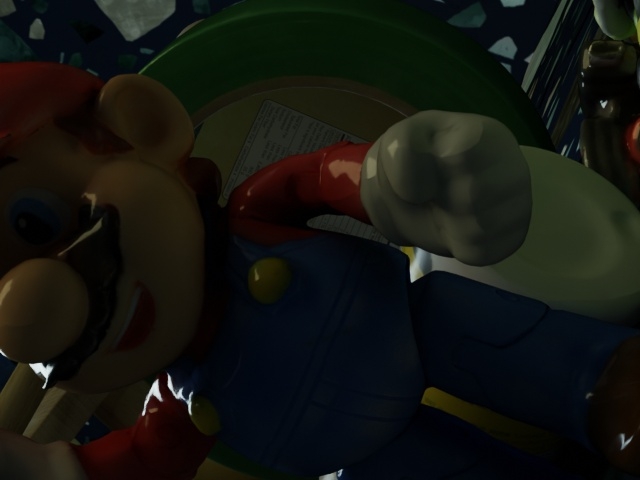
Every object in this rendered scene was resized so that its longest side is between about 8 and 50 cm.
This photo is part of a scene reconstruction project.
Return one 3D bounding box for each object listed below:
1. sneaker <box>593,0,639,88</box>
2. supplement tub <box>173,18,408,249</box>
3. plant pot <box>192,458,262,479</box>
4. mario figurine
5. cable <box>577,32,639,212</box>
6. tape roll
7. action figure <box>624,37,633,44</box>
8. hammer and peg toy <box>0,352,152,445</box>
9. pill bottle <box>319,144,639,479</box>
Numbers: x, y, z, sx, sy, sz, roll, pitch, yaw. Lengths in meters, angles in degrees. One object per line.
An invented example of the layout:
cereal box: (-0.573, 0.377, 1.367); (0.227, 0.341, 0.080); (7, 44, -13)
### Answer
sneaker: (0.152, -0.148, 0.740); (0.385, 0.145, 0.147); (-58, -8, -73)
supplement tub: (0.009, -0.007, 1.377); (0.228, 0.316, 0.228); (23, -90, -89)
plant pot: (-0.058, 0.236, 1.376); (0.203, 0.291, 0.291); (-48, -9, -24)
mario figurine: (-0.032, 0.045, 0.662); (0.170, 0.320, 0.198); (108, -175, -71)
cable: (0.183, -0.062, 1.035); (0.287, 0.072, 0.139); (35, -124, -76)
tape roll: (0.000, 0.000, 1.208); (0.077, 0.321, 0.321); (-63, -4, -70)
action figure: (0.217, -0.168, 1.185); (0.232, 0.063, 0.137); (68, -138, -83)
hammer and peg toy: (-0.199, 0.148, 1.129); (0.266, 0.127, 0.361); (-53, 13, -28)
pill bottle: (0.075, 0.065, 0.918); (0.119, 0.119, 0.208); (-65, -1, -50)
